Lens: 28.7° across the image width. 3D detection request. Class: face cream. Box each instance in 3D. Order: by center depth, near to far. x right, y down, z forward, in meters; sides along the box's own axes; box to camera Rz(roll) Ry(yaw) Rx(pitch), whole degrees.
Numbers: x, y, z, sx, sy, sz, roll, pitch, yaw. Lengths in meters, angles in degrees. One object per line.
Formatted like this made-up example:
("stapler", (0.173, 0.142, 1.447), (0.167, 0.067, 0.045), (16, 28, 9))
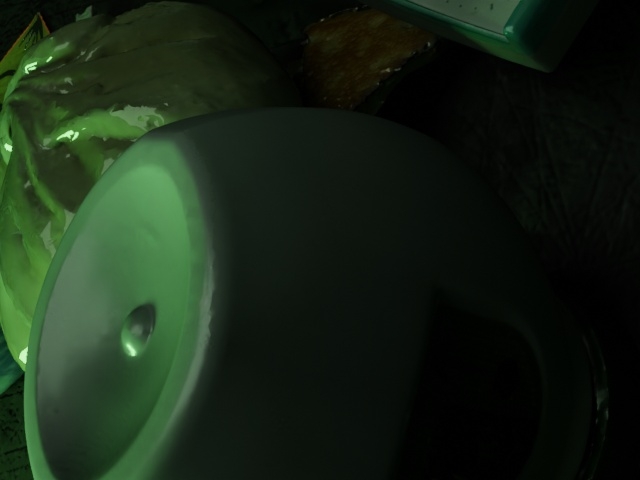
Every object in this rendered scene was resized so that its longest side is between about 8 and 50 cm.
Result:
("face cream", (0.016, 0.085, 0.759), (0.219, 0.357, 0.312), (7, 81, 47))

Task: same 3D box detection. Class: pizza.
("pizza", (0.032, -0.122, 1.002), (0.185, 0.052, 0.195), (-1, 46, 40))

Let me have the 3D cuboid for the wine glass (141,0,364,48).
("wine glass", (-0.082, -0.391, 1.127), (0.267, 0.267, 0.406), (-25, 64, 38))

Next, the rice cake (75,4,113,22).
("rice cake", (-0.247, -0.158, 1.352), (0.036, 0.047, 0.206), (-23, 59, 40))

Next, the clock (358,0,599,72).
("clock", (0.152, -0.262, 0.914), (0.231, 0.116, 0.262), (31, 90, 42))

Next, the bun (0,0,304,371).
("bun", (-0.155, -0.024, 0.972), (0.360, 0.211, 0.359), (-11, 78, 62))

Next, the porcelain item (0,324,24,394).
("porcelain item", (-0.437, 0.097, 1.319), (0.405, 0.243, 0.178), (-37, 71, 28))

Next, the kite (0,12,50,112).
("kite", (-0.371, -0.120, 1.489), (0.378, 0.013, 0.327), (1, 77, 45))
